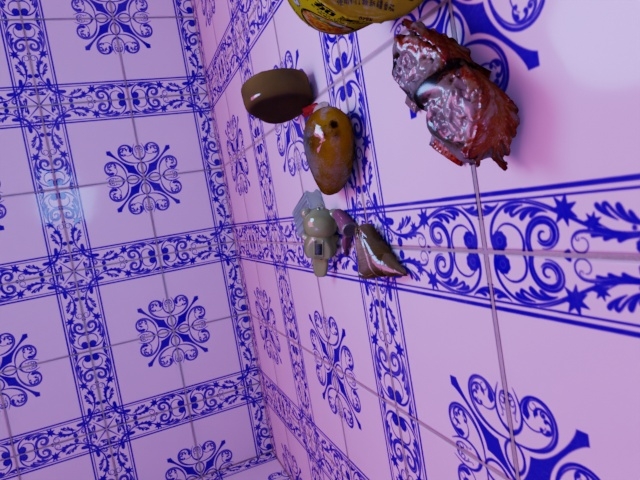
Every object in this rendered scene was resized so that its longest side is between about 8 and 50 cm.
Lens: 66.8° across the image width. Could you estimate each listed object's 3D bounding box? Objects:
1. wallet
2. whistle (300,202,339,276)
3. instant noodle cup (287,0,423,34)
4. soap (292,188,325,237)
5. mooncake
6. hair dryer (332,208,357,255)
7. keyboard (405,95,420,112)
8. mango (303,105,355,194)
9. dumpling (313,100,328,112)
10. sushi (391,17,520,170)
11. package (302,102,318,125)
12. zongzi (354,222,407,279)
[{"bbox_3d":[0.273,-0.254,0.960,0.103,0.020,0.197,51,145,41],"label":"wallet"},{"bbox_3d":[0.000,0.000,1.659,0.106,0.131,0.289,-79,-10,-58],"label":"whistle"},{"bbox_3d":[0.058,-0.576,0.982,0.254,0.325,0.326,-152,53,-74],"label":"instant noodle cup"},{"bbox_3d":[-0.044,-0.097,1.788,0.198,0.063,0.115,133,125,-65],"label":"soap"},{"bbox_3d":[-0.137,-0.492,1.626,0.235,0.234,0.117,135,124,-65],"label":"mooncake"},{"bbox_3d":[0.076,-0.014,1.555,0.106,0.053,0.154,-124,26,-54],"label":"hair dryer"},{"bbox_3d":[0.219,-0.363,1.053,0.055,0.017,0.166,-115,25,-43],"label":"keyboard"},{"bbox_3d":[0.022,-0.251,1.439,0.316,0.146,0.193,97,161,-53],"label":"mango"},{"bbox_3d":[-0.002,-0.416,1.556,0.077,0.043,0.060,106,166,-58],"label":"dumpling"},{"bbox_3d":[0.232,-0.266,0.873,0.332,0.124,0.130,60,140,30],"label":"sushi"},{"bbox_3d":[-0.017,-0.352,1.624,0.083,0.022,0.201,-4,100,48],"label":"package"},{"bbox_3d":[0.162,0.024,1.319,0.176,0.078,0.160,-14,87,59],"label":"zongzi"}]
